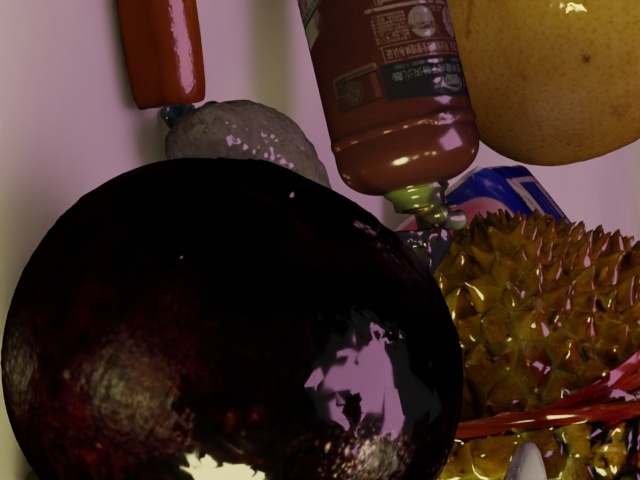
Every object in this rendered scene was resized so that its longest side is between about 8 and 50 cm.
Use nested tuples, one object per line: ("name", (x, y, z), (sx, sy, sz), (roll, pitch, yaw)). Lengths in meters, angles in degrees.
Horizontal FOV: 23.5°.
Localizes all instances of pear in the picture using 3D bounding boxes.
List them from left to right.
("pear", (0.235, -0.234, 1.456), (0.314, 0.314, 0.314), (-2, 90, -73))

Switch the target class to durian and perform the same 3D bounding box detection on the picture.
("durian", (0.169, 0.152, 1.148), (0.384, 0.348, 0.347), (60, 30, -34))

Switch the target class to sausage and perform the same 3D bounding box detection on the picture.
("sausage", (-0.089, -0.135, 0.825), (0.039, 0.041, 0.131), (-24, 112, -48))

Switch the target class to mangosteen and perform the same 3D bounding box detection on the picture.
("mangosteen", (-0.053, 0.086, 0.701), (0.250, 0.211, 0.211), (-63, 168, 14))

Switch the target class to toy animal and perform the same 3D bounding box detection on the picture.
("toy animal", (-0.029, -0.027, 0.944), (0.253, 0.079, 0.070), (51, 34, -65))

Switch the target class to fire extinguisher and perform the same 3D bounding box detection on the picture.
("fire extinguisher", (0.034, -0.118, 1.037), (0.138, 0.102, 0.343), (-7, 82, -48))

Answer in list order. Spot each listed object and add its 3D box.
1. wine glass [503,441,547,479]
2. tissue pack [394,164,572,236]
("wine glass", (0.033, 0.181, 0.927), (0.165, 0.197, 0.164), (-5, 90, -72))
("tissue pack", (0.199, 0.070, 1.402), (0.269, 0.137, 0.209), (53, 19, 8))
